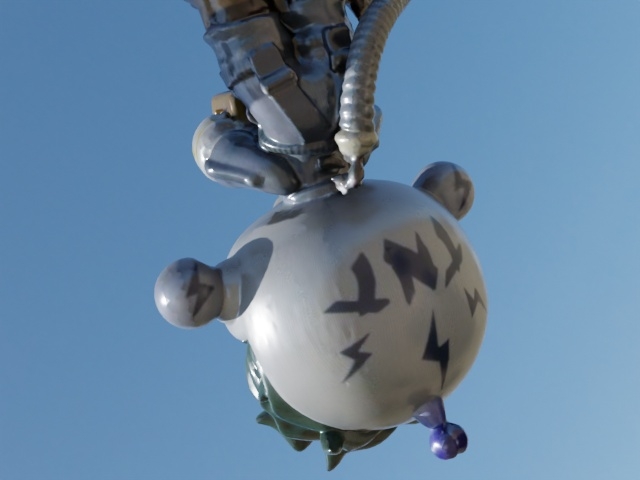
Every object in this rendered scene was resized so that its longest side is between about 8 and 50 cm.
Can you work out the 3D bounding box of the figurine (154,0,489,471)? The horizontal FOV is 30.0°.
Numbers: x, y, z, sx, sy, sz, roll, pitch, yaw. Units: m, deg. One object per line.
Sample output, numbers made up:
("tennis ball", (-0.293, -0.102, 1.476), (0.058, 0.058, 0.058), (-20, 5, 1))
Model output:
("figurine", (-0.004, -0.025, 0.848), (0.261, 0.186, 0.382), (-20, -86, -12))
